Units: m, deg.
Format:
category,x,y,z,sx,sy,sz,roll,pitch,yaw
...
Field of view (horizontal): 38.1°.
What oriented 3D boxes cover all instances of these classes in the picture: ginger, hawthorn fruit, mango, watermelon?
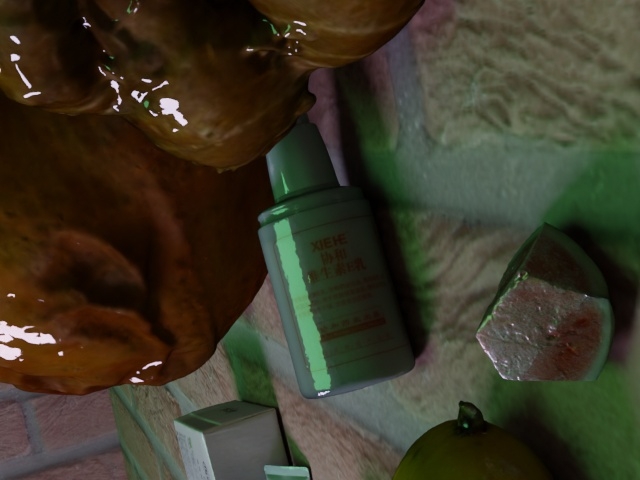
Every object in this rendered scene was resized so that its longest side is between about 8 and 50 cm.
category,x,y,z,sx,sy,sz,roll,pitch,yaw
ginger,-0.062,-0.186,0.585,0.357,0.274,0.152,-41,55,33
hawthorn fruit,-0.247,-0.055,0.915,0.472,0.472,0.471,166,90,-69
mango,0.100,0.256,0.633,0.176,0.119,0.316,-124,30,-66
watermelon,0.123,0.034,0.530,0.092,0.072,0.084,-127,48,-55

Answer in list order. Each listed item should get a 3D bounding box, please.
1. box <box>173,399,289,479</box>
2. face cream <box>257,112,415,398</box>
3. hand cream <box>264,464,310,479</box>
category,x,y,z,sx,sy,sz,roll,pitch,yaw
box,-0.105,0.359,1.261,0.194,0.111,0.260,167,91,-69
face cream,0.000,0.000,0.779,0.101,0.101,0.251,151,104,-69
hand cream,-0.024,0.379,1.152,0.078,0.050,0.204,-10,92,44
